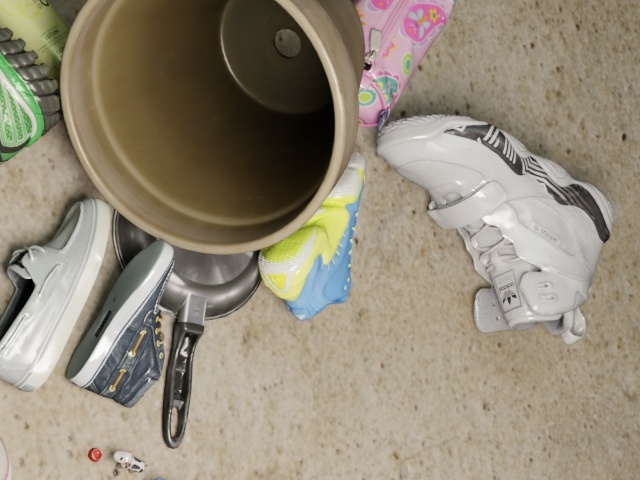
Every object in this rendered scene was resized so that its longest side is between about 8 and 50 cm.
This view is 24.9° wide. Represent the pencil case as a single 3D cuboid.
[{"bbox_3d":[0.088,-0.273,1.832,0.124,0.124,0.284,40,59,-16],"label":"pencil case"}]

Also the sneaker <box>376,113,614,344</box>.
[{"bbox_3d":[0.218,-0.010,1.826,0.366,0.137,0.210,24,63,-27],"label":"sneaker"}]

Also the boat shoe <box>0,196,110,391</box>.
[{"bbox_3d":[-0.294,0.045,1.538,0.081,0.079,0.227,30,66,-26],"label":"boat shoe"}]

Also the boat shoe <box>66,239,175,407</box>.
[{"bbox_3d":[-0.193,0.091,1.569,0.083,0.065,0.183,32,95,-28],"label":"boat shoe"}]

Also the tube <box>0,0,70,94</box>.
[{"bbox_3d":[-0.338,-0.257,1.610,0.240,0.062,0.070,52,17,-3],"label":"tube"}]

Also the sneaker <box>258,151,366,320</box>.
[{"bbox_3d":[0.000,0.000,1.740,0.240,0.091,0.126,-56,138,-41],"label":"sneaker"}]

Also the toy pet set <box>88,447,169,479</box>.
[{"bbox_3d":[-0.196,0.288,1.538,0.114,0.065,0.122,20,68,-25],"label":"toy pet set"}]

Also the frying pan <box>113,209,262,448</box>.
[{"bbox_3d":[-0.167,0.046,1.638,0.197,0.053,0.326,35,59,-17],"label":"frying pan"}]

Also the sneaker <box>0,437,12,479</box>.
[{"bbox_3d":[-0.390,0.160,1.428,0.103,0.111,0.252,-41,100,-32],"label":"sneaker"}]

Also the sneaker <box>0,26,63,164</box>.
[{"bbox_3d":[-0.425,-0.217,1.499,0.343,0.134,0.146,48,59,-12],"label":"sneaker"}]

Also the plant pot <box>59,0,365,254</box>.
[{"bbox_3d":[-0.080,-0.183,1.603,0.323,0.323,0.280,55,29,-7],"label":"plant pot"}]
